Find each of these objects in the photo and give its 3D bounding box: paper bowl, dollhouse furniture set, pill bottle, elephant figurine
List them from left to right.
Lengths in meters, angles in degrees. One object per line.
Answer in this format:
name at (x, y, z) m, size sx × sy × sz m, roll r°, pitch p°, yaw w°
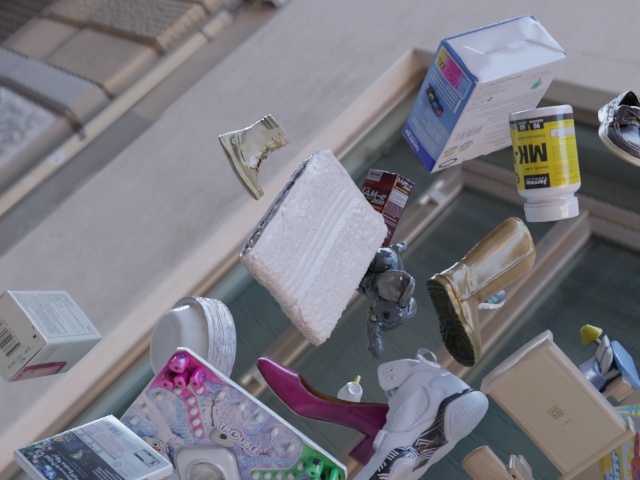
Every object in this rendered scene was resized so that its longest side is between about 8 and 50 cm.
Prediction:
paper bowl at (-0.363, 0.294, 2.486) m, size 0.148 × 0.284 × 0.284 m, roll 10°, pitch 10°, yaw -37°
elephant figurine at (0.164, 0.142, 2.199) m, size 0.169 × 0.186 × 0.239 m, roll 7°, pitch 42°, yaw -52°
dollhouse furniture set at (0.362, 0.255, 1.541) m, size 0.198 × 0.286 × 0.303 m, roll 48°, pitch 20°, yaw -1°
pill bottle at (0.427, -0.145, 1.719) m, size 0.119 × 0.119 × 0.209 m, roll -177°, pitch -102°, yaw -69°

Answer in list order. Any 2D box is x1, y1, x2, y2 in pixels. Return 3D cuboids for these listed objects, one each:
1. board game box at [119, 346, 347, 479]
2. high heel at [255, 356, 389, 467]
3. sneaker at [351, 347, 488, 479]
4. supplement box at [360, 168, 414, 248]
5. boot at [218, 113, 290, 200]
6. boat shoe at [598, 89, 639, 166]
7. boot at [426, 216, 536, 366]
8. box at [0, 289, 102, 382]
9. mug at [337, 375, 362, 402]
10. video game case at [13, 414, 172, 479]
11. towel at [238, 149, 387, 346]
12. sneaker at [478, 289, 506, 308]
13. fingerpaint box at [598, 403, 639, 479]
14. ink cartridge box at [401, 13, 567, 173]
board game box at (-0.214, 0.446, 1.701) m, size 0.390 × 0.390 × 0.050 m, roll 38°, pitch 25°, yaw -4°
high heel at (0.038, 0.347, 2.077) m, size 0.377 × 0.181 × 0.127 m, roll 39°, pitch 4°, yaw -3°
sneaker at (0.163, 0.396, 1.948) m, size 0.210 × 0.366 × 0.137 m, roll 46°, pitch -11°, yaw 31°
supplement box at (0.148, -0.067, 2.469) m, size 0.073 × 0.239 × 0.130 m, roll 25°, pitch -4°, yaw -35°
boot at (-0.149, -0.217, 2.329) m, size 0.213 × 0.165 × 0.077 m, roll 60°, pitch -8°, yaw 27°
boat shoe at (0.691, -0.261, 2.047) m, size 0.102 × 0.092 × 0.285 m, roll 29°, pitch 31°, yaw -5°
boot at (0.370, 0.112, 1.970) m, size 0.089 × 0.269 × 0.236 m, roll 12°, pitch -53°, yaw 53°
box at (-0.599, 0.198, 1.928) m, size 0.149 × 0.127 × 0.232 m, roll 48°, pitch 8°, yaw 12°
mug at (0.081, 0.398, 2.409) m, size 0.064 × 0.062 × 0.078 m, roll 112°, pitch -29°, yaw -54°
video game case at (-0.352, 0.342, 1.403) m, size 0.190 × 0.173 × 0.022 m, roll 23°, pitch -61°, yaw 45°
towel at (0.000, 0.000, 1.349) m, size 0.049 × 0.282 × 0.187 m, roll -21°, pitch -63°, yaw 40°
sneaker at (0.401, 0.126, 2.231) m, size 0.065 × 0.166 × 0.076 m, roll 35°, pitch -60°, yaw 42°
fingerpaint box at (0.665, 0.522, 1.617) m, size 0.371 × 0.163 × 0.445 m, roll 141°, pitch -57°, yaw -77°
ink cartridge box at (0.367, -0.322, 2.161) m, size 0.151 × 0.270 × 0.395 m, roll 59°, pitch -27°, yaw 24°
